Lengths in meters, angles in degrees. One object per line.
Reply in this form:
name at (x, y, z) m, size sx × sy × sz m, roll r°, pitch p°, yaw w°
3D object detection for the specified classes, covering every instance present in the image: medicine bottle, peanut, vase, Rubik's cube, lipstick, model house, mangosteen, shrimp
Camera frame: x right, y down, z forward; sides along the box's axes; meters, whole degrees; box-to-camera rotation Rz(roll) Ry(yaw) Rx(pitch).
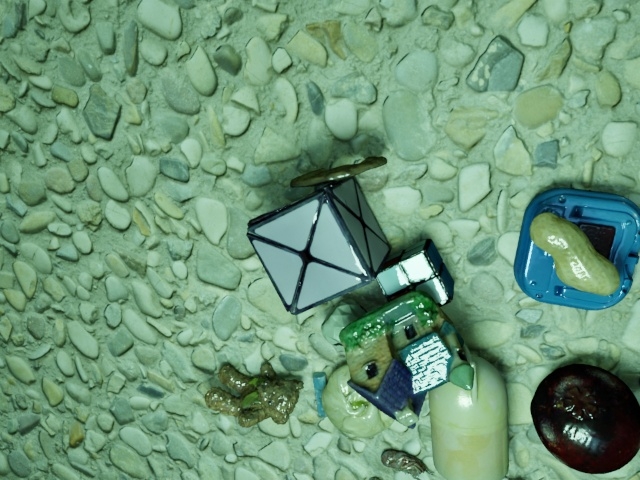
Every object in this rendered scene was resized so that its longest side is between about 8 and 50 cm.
medicine bottle at (0.453, 0.511, 1.546) m, size 0.236 × 0.236 × 0.405 m, roll -2°, pitch 103°, yaw 17°
peanut at (0.661, 0.039, 1.322) m, size 0.274 × 0.111 × 0.125 m, roll 49°, pitch 126°, yaw 5°
vase at (0.177, 0.346, 1.641) m, size 0.360 × 0.165 × 0.165 m, roll 38°, pitch 111°, yaw 0°
Rubik's cube at (0.291, 0.119, 1.536) m, size 0.180 × 0.167 × 0.183 m, roll -25°, pitch 94°, yaw 21°
lipstick at (0.005, 0.550, 1.789) m, size 0.048 × 0.048 × 0.157 m, roll -4°, pitch 102°, yaw 17°
model house at (0.243, 0.344, 1.380) m, size 0.313 × 0.280 × 0.245 m, roll -30°, pitch 125°, yaw 15°
mangosteen at (0.757, 0.509, 1.440) m, size 0.298 × 0.293 × 0.296 m, roll -6°, pitch 64°, yaw 12°
shrimp at (0.304, 0.783, 1.748) m, size 0.191 × 0.075 × 0.073 m, roll 19°, pitch 76°, yaw 1°
Rubik's cube at (0.000, 0.000, 1.528) m, size 0.307 × 0.305 × 0.309 m, roll -24°, pitch 98°, yaw 23°

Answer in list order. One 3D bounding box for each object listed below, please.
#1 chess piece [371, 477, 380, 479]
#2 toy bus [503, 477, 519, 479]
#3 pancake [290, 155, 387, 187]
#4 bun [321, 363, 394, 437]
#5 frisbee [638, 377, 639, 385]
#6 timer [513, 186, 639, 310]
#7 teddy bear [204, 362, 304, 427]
chess piece at (0.298, 0.983, 1.781) m, size 0.308 × 0.124 × 0.138 m, roll 29°, pitch 77°, yaw 4°
toy bus at (0.569, 0.877, 1.635) m, size 0.288 × 0.194 × 0.231 m, roll 9°, pitch 92°, yaw 19°
pancake at (0.053, -0.207, 1.497) m, size 0.288 × 0.286 × 0.033 m, roll 6°, pitch 116°, yaw 59°
bun at (0.121, 0.540, 1.678) m, size 0.260 × 0.160 × 0.258 m, roll 0°, pitch 91°, yaw 13°
frisbee at (1.065, 0.420, 1.462) m, size 0.211 × 0.012 × 0.187 m, roll -35°, pitch 92°, yaw 21°
timer at (0.724, 0.026, 1.415) m, size 0.310 × 0.115 × 0.339 m, roll 9°, pitch 105°, yaw 11°
teddy bear at (-0.237, 0.538, 1.766) m, size 0.296 × 0.246 × 0.222 m, roll 28°, pitch 136°, yaw -2°
